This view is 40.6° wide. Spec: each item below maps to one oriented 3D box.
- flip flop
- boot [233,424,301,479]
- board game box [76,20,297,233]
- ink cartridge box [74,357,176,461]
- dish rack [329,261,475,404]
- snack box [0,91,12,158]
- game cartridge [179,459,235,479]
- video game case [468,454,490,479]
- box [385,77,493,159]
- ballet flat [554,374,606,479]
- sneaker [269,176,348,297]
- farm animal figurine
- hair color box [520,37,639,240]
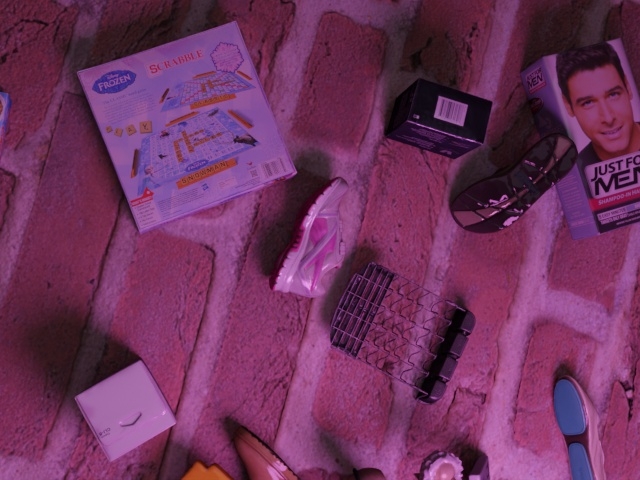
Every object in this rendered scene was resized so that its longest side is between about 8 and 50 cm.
[{"bbox_3d":[0.388,-0.114,1.735,0.277,0.080,0.112,-39,95,9],"label":"flip flop"},{"bbox_3d":[-0.152,0.509,1.568,0.269,0.089,0.236,-44,93,-11],"label":"boot"},{"bbox_3d":[-0.250,-0.215,1.638,0.318,0.066,0.318,-21,89,-13],"label":"board game box"},{"bbox_3d":[-0.336,0.289,1.507,0.128,0.176,0.127,-30,90,-14],"label":"ink cartridge box"},{"bbox_3d":[0.155,0.175,1.679,0.271,0.074,0.208,28,78,-6],"label":"dish rack"},{"bbox_3d":[-0.677,-0.121,1.542,0.187,0.060,0.322,9,82,-11],"label":"snack box"},{"bbox_3d":[-0.206,0.586,1.499,0.285,0.053,0.324,42,83,6],"label":"game cartridge"},{"bbox_3d":[0.302,0.513,1.604,0.023,0.212,0.193,-6,84,14],"label":"video game case"},{"bbox_3d":[0.229,-0.235,1.692,0.156,0.158,0.093,16,81,-10],"label":"box"},{"bbox_3d":[0.527,0.389,1.734,0.086,0.086,0.248,-7,87,-12],"label":"ballet flat"},{"bbox_3d":[0.000,0.000,1.656,0.111,0.103,0.252,27,86,-12],"label":"sneaker"},{"bbox_3d":[0.097,0.520,1.565,0.330,0.172,0.327,-19,132,-13],"label":"farm animal figurine"},{"bbox_3d":[0.569,-0.207,1.784,0.185,0.113,0.374,-16,87,-13],"label":"hair color box"}]
